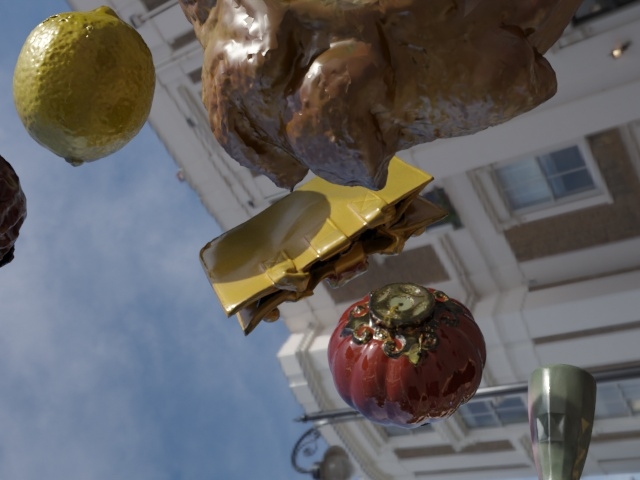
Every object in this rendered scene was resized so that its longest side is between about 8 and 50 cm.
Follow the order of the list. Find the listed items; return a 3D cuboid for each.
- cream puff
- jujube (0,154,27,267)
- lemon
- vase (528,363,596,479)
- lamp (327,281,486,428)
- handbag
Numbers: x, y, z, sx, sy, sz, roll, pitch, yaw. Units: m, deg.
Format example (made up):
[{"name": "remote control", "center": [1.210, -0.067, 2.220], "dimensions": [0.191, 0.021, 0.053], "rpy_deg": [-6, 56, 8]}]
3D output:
[{"name": "cream puff", "center": [0.020, -0.152, 0.507], "dimensions": [0.269, 0.241, 0.155], "rpy_deg": [54, 169, 31]}, {"name": "jujube", "center": [-0.528, -0.020, 0.946], "dimensions": [0.376, 0.258, 0.258], "rpy_deg": [-40, -69, -73]}, {"name": "lemon", "center": [-0.420, -0.278, 1.421], "dimensions": [0.267, 0.267, 0.267], "rpy_deg": [27, -125, -48]}, {"name": "vase", "center": [0.297, 0.265, 0.985], "dimensions": [0.086, 0.086, 0.214], "rpy_deg": [47, -137, -35]}, {"name": "lamp", "center": [0.123, 0.167, 1.130], "dimensions": [0.227, 0.227, 0.227], "rpy_deg": [27, -125, -48]}, {"name": "handbag", "center": [0.000, 0.000, 1.366], "dimensions": [0.133, 0.401, 0.283], "rpy_deg": [61, 175, -20]}]
